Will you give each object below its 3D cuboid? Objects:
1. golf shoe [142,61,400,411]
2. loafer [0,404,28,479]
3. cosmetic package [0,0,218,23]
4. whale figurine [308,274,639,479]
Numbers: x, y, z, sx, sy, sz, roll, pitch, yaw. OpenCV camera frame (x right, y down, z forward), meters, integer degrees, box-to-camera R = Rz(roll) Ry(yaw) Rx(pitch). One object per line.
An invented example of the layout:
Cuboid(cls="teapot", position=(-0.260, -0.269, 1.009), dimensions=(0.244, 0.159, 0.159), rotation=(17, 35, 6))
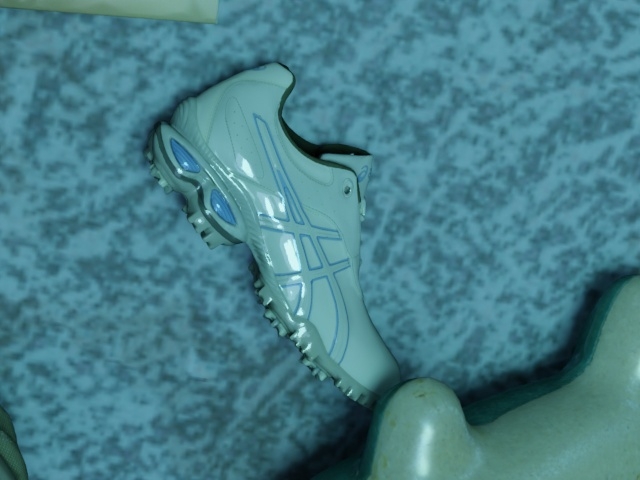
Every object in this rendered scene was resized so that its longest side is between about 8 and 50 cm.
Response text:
Cuboid(cls="golf shoe", position=(0.000, 0.000, 0.683), dimensions=(0.086, 0.069, 0.176), rotation=(-37, 111, -3))
Cuboid(cls="loafer", position=(-0.224, 0.040, 0.647), dimensions=(0.102, 0.092, 0.268), rotation=(-36, 94, 2))
Cuboid(cls="cosmetic package", position=(-0.099, -0.127, 0.635), dimensions=(0.115, 0.041, 0.060), rotation=(2, 107, -10))
Cuboid(cls="whale figurine", position=(0.078, 0.135, 0.720), dimensions=(0.272, 0.141, 0.216), rotation=(-49, 121, -17))
